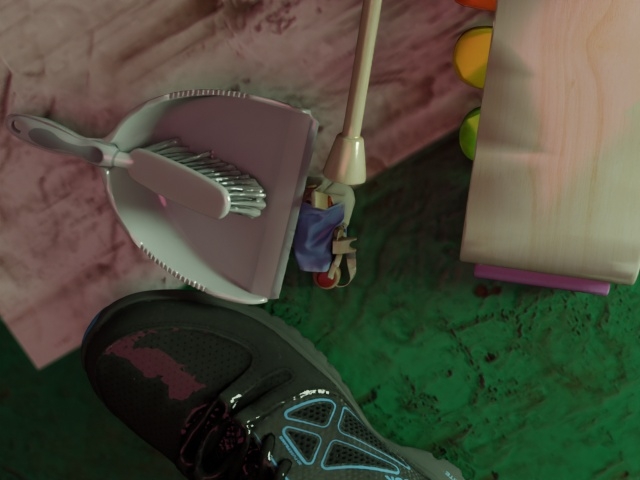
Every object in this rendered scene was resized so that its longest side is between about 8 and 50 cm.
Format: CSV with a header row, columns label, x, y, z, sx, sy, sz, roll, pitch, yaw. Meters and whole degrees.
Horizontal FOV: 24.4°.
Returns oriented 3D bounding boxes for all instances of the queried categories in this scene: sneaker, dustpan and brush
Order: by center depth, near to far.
label,x,y,z,sx,sy,sz,roll,pitch,yaw
dustpan and brush,-0.118,-0.051,1.010,0.211,0.060,0.147,23,114,23
sneaker,-0.020,0.154,1.023,0.341,0.139,0.125,32,111,-1

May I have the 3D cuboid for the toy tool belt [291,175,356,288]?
label,x,y,z,sx,sy,sz,roll,pitch,yaw
toy tool belt,0.000,0.000,1.016,0.052,0.051,0.083,1,108,8

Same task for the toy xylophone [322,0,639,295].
label,x,y,z,sx,sy,sz,roll,pitch,yaw
toy xylophone,0.135,-0.117,0.941,0.236,0.081,0.322,16,110,3
